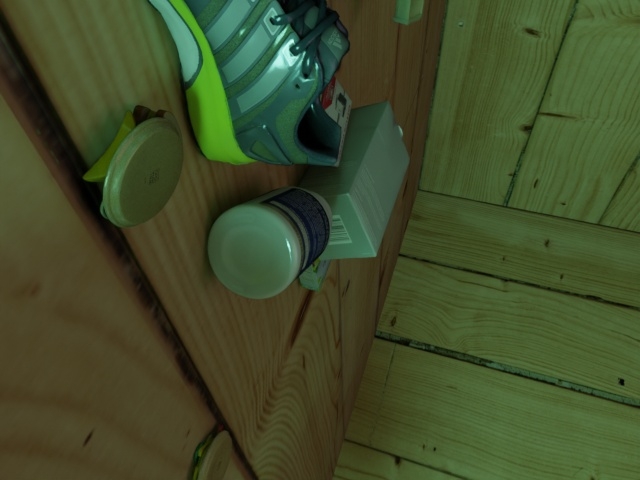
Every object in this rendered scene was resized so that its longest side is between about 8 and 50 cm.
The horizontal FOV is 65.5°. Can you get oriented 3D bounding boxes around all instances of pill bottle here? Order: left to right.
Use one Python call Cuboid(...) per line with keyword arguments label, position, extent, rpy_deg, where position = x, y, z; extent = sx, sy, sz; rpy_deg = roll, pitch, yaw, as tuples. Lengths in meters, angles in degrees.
Cuboid(label="pill bottle", position=(-0.042, -0.008, 0.540), extent=(0.169, 0.094, 0.094), rpy_deg=(-41, 142, -67))

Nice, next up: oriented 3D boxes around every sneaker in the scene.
Cuboid(label="sneaker", position=(-0.041, -0.163, 0.342), extent=(0.300, 0.121, 0.111), rpy_deg=(80, 26, -58))

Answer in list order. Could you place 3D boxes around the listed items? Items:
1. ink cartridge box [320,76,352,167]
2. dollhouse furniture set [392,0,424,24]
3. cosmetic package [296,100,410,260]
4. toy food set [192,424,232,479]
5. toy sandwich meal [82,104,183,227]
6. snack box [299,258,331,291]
Cuboid(label="ink cartridge box", position=(-0.006, -0.151, 0.629), extent=(0.135, 0.056, 0.099), rpy_deg=(-3, 105, -75))
Cuboid(label="dollhouse furniture set", position=(0.072, -0.405, 0.713), extent=(0.161, 0.101, 0.182), rpy_deg=(-35, 143, -33))
Cuboid(label="cosmetic package", position=(0.055, -0.097, 0.772), extent=(0.127, 0.107, 0.238), rpy_deg=(62, 35, -35))
Cuboid(label="toy food set", position=(-0.130, 0.267, 0.598), extent=(0.083, 0.020, 0.082), rpy_deg=(3, 99, -76))
Cuboid(label="toy sandwich meal", position=(-0.121, -0.050, 0.330), extent=(0.085, 0.029, 0.085), rpy_deg=(-62, 169, -21))
Cuboid(label="snack box", position=(0.000, 0.000, 0.835), extent=(0.100, 0.037, 0.141), rpy_deg=(84, 23, -55))
